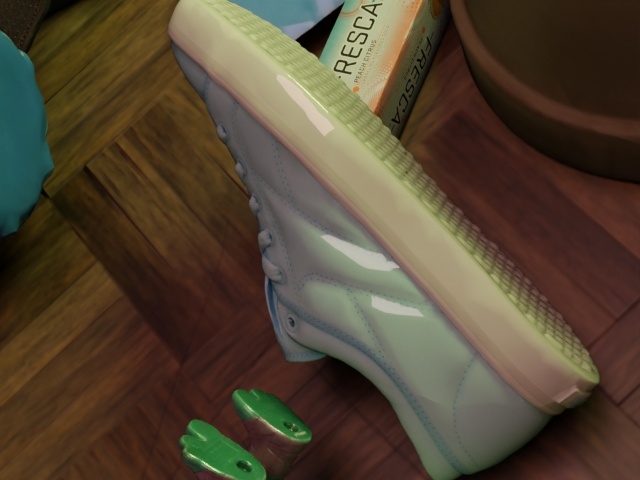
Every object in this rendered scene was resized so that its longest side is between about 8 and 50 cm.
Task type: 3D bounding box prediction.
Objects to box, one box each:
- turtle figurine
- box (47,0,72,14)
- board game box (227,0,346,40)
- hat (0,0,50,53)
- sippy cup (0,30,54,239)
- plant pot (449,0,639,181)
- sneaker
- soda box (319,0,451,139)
[{"bbox_3d":[-0.091,0.211,0.746,0.118,0.175,0.234,27,108,-4],"label":"turtle figurine"},{"bbox_3d":[-0.222,-0.296,1.069,0.233,0.044,0.159,-27,60,8],"label":"box"},{"bbox_3d":[-0.029,-0.214,0.968,0.169,0.033,0.133,-37,64,7],"label":"board game box"},{"bbox_3d":[-0.350,-0.264,0.998,0.331,0.134,0.331,-12,69,36],"label":"hat"},{"bbox_3d":[-0.334,-0.072,0.891,0.224,0.305,0.240,-5,48,21],"label":"sippy cup"},{"bbox_3d":[0.216,-0.238,0.744,0.323,0.280,0.323,-8,64,16],"label":"plant pot"},{"bbox_3d":[0.000,0.000,0.764,0.150,0.135,0.366,-45,74,14],"label":"sneaker"},{"bbox_3d":[0.039,-0.127,0.886,0.063,0.058,0.183,16,73,26],"label":"soda box"}]
